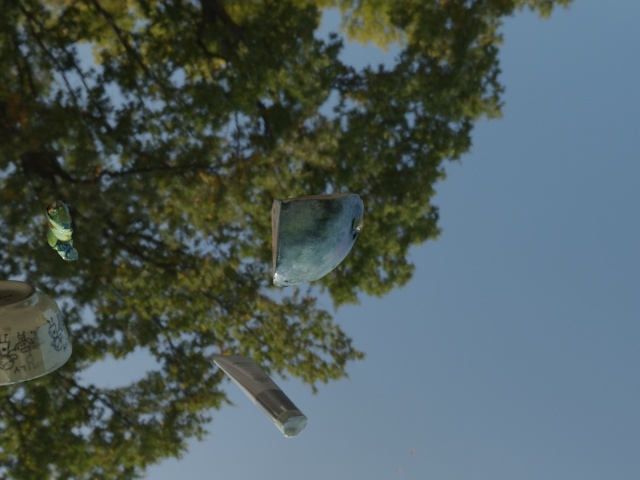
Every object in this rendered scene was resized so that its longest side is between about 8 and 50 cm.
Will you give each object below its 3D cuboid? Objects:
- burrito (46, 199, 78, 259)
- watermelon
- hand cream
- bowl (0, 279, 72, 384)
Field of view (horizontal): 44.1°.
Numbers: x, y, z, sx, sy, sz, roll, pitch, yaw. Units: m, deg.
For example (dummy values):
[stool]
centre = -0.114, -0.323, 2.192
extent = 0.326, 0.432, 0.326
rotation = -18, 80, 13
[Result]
[burrito]
centre = -0.550, -0.010, 1.688
extent = 0.054, 0.288, 0.104
rotation = -15, -96, -21
[watermelon]
centre = 0.006, -0.001, 1.600
extent = 0.175, 0.322, 0.188
rotation = -2, -84, 18
[hand cream]
centre = -0.110, 0.273, 1.446
extent = 0.255, 0.079, 0.048
rotation = 35, -69, 50
[bowl]
centre = -0.570, 0.151, 1.412
extent = 0.237, 0.126, 0.238
rotation = 2, -160, -1
